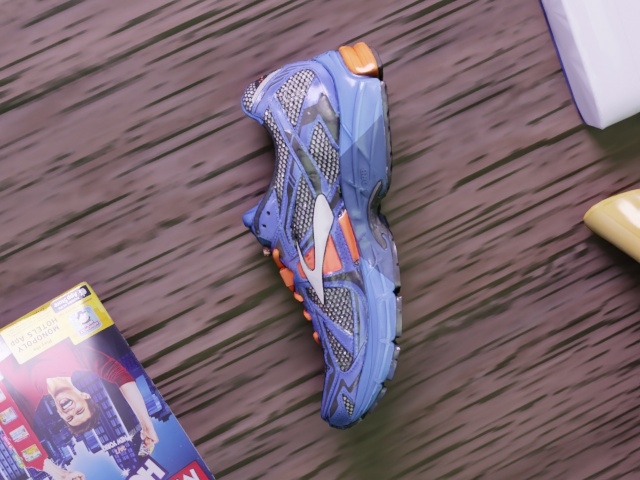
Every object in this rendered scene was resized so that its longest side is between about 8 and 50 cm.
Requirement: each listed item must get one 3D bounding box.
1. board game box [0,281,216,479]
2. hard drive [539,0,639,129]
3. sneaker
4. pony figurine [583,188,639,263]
[{"bbox_3d":[-0.160,0.155,0.747,0.194,0.060,0.194,-30,79,-17],"label":"board game box"},{"bbox_3d":[0.269,-0.226,0.818,0.318,0.040,0.210,-24,106,-7],"label":"hard drive"},{"bbox_3d":[0.000,0.000,0.793,0.087,0.083,0.221,-4,97,1],"label":"sneaker"},{"bbox_3d":[0.349,0.083,0.735,0.351,0.303,0.364,-19,66,4],"label":"pony figurine"}]
